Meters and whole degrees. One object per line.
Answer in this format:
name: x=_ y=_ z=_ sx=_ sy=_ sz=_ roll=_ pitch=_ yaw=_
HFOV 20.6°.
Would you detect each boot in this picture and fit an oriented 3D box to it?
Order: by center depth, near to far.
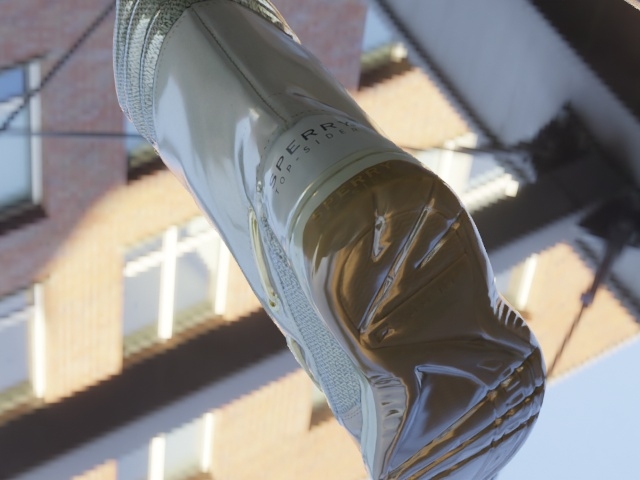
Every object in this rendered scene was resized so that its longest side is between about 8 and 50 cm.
boot: x=0.000 y=0.000 z=0.811 sx=0.095 sy=0.262 sz=0.203 roll=-36 pitch=-127 yaw=-7

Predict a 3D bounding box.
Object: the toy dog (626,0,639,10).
toy dog: x=0.243 y=-0.133 z=0.406 sx=0.407 sy=0.395 sz=0.285 roll=-8 pitch=-136 yaw=27
